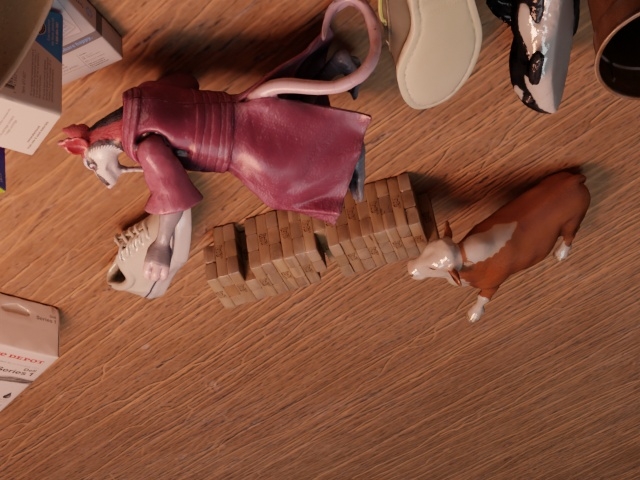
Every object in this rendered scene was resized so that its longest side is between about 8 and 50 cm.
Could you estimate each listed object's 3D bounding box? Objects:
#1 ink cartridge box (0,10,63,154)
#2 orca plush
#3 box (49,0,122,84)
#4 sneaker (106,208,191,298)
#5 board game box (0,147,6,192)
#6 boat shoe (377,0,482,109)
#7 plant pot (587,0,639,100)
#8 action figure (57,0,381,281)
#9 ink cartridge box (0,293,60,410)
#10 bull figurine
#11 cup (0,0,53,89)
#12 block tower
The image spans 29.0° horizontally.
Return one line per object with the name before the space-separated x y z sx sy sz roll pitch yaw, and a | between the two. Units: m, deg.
ink cartridge box | -0.382 -0.194 1.308 0.203 0.148 0.086 16 141 -30
orca plush | 0.234 -0.270 1.450 0.102 0.151 0.287 15 156 21
box | -0.336 -0.246 1.411 0.145 0.038 0.186 -20 144 17
sneaker | -0.246 0.010 1.762 0.091 0.094 0.258 1 146 -22
board game box | -0.592 -0.094 1.494 0.347 0.078 0.233 -14 156 15
boat shoe | 0.120 -0.272 1.427 0.109 0.091 0.305 -23 148 -9
plant pot | 0.376 -0.275 1.411 0.167 0.165 0.167 -5 147 -3
action figure | -0.120 -0.123 1.455 0.370 0.248 0.276 -1 145 -16
ink cartridge box | -0.530 0.178 1.951 0.160 0.093 0.219 18 139 -34
bull figurine | 0.264 0.011 1.797 0.310 0.101 0.188 -28 154 -18
cup | -0.391 -0.299 1.112 0.237 0.331 0.331 21 145 5
block tower | 0.000 0.000 1.806 0.335 0.091 0.097 -15 147 9
